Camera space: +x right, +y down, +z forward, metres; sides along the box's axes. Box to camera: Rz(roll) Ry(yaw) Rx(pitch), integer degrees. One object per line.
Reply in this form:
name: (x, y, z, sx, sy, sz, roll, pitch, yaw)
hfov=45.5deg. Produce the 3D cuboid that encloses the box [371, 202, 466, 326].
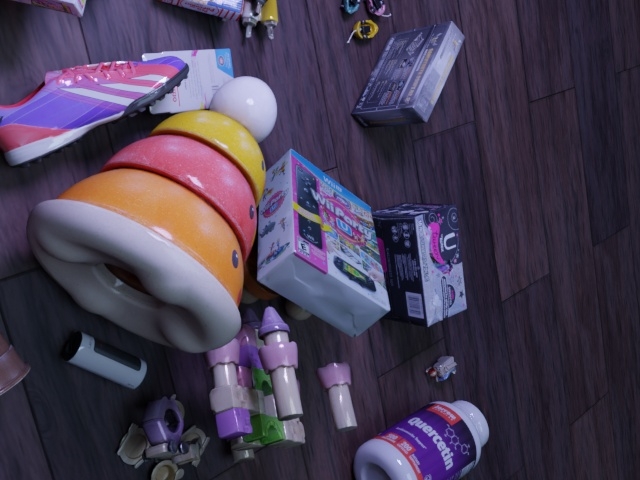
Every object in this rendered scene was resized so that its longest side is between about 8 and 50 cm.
box: (0.217, 0.048, 1.709, 0.142, 0.163, 0.247, -19, 105, -38)

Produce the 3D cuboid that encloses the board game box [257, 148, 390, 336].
board game box: (0.000, 0.000, 1.397, 0.224, 0.097, 0.303, 34, 29, -28)

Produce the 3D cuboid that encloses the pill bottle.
pill bottle: (0.241, 0.486, 1.749, 0.323, 0.182, 0.181, -20, 106, -40)

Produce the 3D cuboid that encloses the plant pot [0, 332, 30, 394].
plant pot: (-0.523, 0.148, 1.065, 0.167, 0.167, 0.165, -33, 106, -36)

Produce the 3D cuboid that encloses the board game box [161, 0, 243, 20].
board game box: (-0.197, -0.502, 1.343, 0.147, 0.045, 0.193, 11, 86, -18)

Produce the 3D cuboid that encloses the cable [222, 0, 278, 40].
cable: (-0.125, -0.527, 1.456, 0.140, 0.072, 0.287, 18, 68, -24)

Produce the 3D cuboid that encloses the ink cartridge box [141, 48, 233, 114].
ink cartridge box: (-0.242, -0.279, 1.343, 0.181, 0.062, 0.104, -15, 104, -41)

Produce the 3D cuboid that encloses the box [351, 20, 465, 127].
box: (0.187, -0.354, 1.643, 0.056, 0.183, 0.231, 39, 67, -37)

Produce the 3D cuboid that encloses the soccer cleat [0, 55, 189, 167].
soccer cleat: (-0.355, -0.228, 1.178, 0.318, 0.109, 0.116, -30, 110, -15)

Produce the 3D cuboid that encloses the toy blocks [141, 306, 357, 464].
toy blocks: (-0.135, 0.240, 1.388, 0.288, 0.309, 0.260, 34, 38, -59)

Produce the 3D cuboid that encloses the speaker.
speaker: (-0.360, 0.201, 1.275, 0.136, 0.055, 0.055, 36, 70, -37)

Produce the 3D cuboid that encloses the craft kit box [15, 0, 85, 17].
craft kit box: (-0.434, -0.464, 1.073, 0.247, 0.061, 0.249, 11, 84, -6)

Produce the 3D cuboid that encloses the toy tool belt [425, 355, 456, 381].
toy tool belt: (0.302, 0.325, 1.881, 0.083, 0.052, 0.051, -32, 105, -35)

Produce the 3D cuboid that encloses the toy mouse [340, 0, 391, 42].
toy mouse: (0.089, -0.508, 1.645, 0.161, 0.031, 0.143, -25, 109, -38)

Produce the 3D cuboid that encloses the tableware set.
tableware set: (-0.279, 0.371, 1.382, 0.141, 0.020, 0.168, -49, 122, -29)

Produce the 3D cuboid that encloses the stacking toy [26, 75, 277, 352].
stacking toy: (-0.201, -0.096, 1.231, 0.350, 0.351, 0.479, 47, 56, -33)

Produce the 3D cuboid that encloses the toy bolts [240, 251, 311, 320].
toy bolts: (-0.062, 0.056, 1.515, 0.228, 0.158, 0.218, 34, 30, -28)
